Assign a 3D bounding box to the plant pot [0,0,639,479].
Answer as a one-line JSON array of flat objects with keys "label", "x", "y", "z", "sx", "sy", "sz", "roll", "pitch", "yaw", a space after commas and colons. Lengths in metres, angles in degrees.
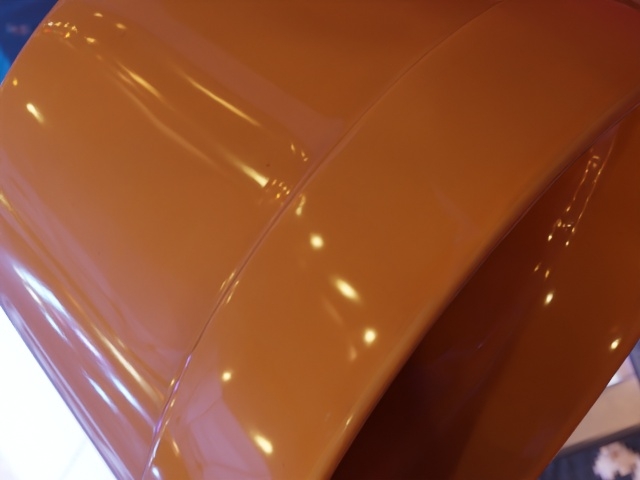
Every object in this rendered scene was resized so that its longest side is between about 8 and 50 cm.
[{"label": "plant pot", "x": 0.000, "y": 0.000, "z": 0.565, "sx": 0.203, "sy": 0.291, "sz": 0.291, "roll": 36, "pitch": 135, "yaw": 22}]
